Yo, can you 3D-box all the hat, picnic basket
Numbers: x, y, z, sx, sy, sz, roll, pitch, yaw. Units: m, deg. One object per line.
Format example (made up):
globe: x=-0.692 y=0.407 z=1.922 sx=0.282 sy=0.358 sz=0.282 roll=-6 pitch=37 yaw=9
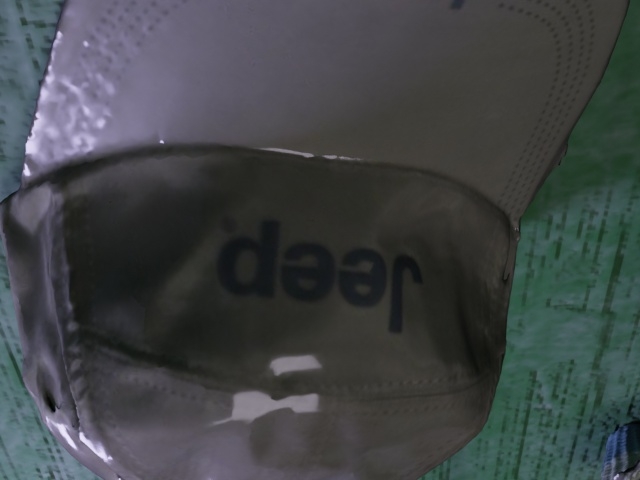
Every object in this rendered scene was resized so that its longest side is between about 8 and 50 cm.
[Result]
hat: x=0.000 y=0.000 z=0.499 sx=0.214 sy=0.149 sz=0.245 roll=2 pitch=155 yaw=-14
picnic basket: x=0.170 y=0.136 z=0.762 sx=0.065 sy=0.083 sz=0.083 roll=15 pitch=137 yaw=-21
